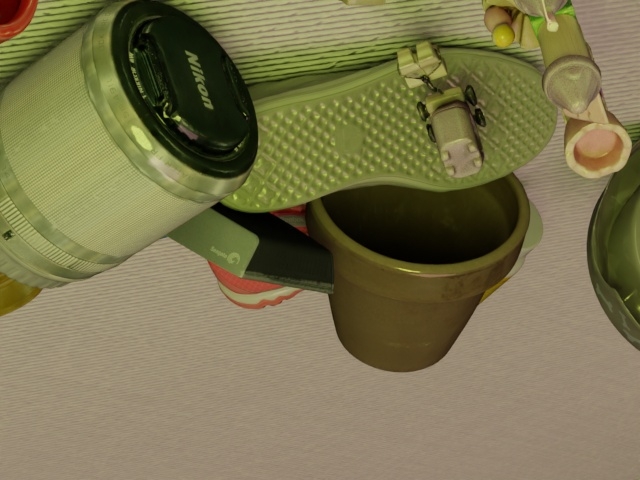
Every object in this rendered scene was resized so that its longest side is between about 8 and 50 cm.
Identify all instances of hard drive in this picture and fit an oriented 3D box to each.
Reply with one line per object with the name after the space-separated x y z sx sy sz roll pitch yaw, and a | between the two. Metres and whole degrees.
-0.113 -0.017 1.732 0.172 0.255 0.054 12 103 -49 | hard drive

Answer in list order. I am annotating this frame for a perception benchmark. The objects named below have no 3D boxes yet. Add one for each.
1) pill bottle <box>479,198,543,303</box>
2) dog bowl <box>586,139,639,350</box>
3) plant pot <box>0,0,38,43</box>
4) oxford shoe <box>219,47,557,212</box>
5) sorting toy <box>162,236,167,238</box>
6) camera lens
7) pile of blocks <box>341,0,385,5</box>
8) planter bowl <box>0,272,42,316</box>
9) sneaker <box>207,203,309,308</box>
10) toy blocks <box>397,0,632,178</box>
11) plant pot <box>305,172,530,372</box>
0.205 0.020 2.135 0.119 0.119 0.208 3 150 -31 | pill bottle
0.507 0.016 2.046 0.349 0.348 0.102 -6 166 -15 | dog bowl
-0.357 -0.228 1.291 0.174 0.191 0.191 -18 154 22 | plant pot
0.062 -0.130 1.775 0.449 0.169 0.130 -12 -164 -21 | oxford shoe
-0.236 -0.060 1.847 0.229 0.041 0.307 -11 154 -6 | sorting toy
-0.217 -0.096 1.582 0.274 0.219 0.219 -31 149 31 | camera lens
0.052 -0.306 1.376 0.113 0.149 0.362 -4 153 -19 | pile of blocks
-0.437 0.017 1.847 0.217 0.090 0.217 -11 155 -5 | planter bowl
0.000 0.001 2.002 0.314 0.116 0.136 -19 152 11 | sneaker
0.218 -0.174 1.494 0.309 0.260 0.288 -19 127 13 | toy blocks
0.105 0.031 1.874 0.263 0.263 0.229 -7 132 -15 | plant pot
